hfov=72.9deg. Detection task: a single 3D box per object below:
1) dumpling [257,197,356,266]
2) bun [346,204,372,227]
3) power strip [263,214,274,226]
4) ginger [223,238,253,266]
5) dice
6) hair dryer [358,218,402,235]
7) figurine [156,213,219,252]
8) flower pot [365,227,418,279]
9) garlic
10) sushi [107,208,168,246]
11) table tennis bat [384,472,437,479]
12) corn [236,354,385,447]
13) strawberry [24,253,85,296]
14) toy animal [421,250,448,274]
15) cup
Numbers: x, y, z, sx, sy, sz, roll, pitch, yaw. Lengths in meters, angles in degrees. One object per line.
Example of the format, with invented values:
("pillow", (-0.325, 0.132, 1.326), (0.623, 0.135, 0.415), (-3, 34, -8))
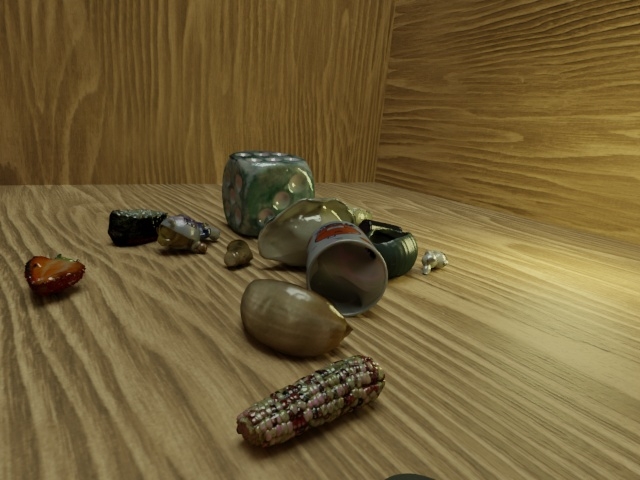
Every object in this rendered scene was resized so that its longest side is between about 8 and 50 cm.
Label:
("dumpling", (-0.033, -0.032, 1.492), (0.342, 0.259, 0.181), (12, 22, -7))
("bun", (0.105, -0.085, 1.936), (0.260, 0.152, 0.259), (15, 7, -2))
("power strip", (-0.140, -0.012, 1.720), (0.145, 0.061, 0.215), (20, 23, -27))
("ginger", (-0.285, 0.044, 1.494), (0.096, 0.068, 0.190), (-20, 20, -6))
("dice", (-0.237, -0.213, 1.931), (0.328, 0.347, 0.330), (-6, 17, -30))
("hair dryer", (0.293, 0.001, 1.780), (0.197, 0.089, 0.251), (12, 21, -35))
("figurine", (-0.472, -0.026, 1.605), (0.194, 0.133, 0.274), (33, 16, 37))
("flower pot", (0.234, 0.043, 1.498), (0.190, 0.157, 0.243), (18, 19, 35))
("garlic", (-0.100, 0.175, 1.020), (0.339, 0.151, 0.196), (9, -13, 42))
("sushi", (-0.687, -0.059, 1.638), (0.137, 0.126, 0.225), (11, 15, 21))
("table tennis bat", (0.122, 0.370, 0.523), (0.131, 0.022, 0.234), (9, 13, 12))
("corn", (-0.004, 0.269, 0.728), (0.281, 0.092, 0.092), (-13, 23, -38))
("strawberry", (-0.700, 0.096, 1.138), (0.141, 0.085, 0.192), (1, 19, -43))
("toy animal", (0.409, 0.077, 1.593), (0.125, 0.070, 0.085), (2, 29, -40))
("cup", (0.061, 0.064, 1.274), (0.213, 0.212, 0.317), (4, 13, -4))
